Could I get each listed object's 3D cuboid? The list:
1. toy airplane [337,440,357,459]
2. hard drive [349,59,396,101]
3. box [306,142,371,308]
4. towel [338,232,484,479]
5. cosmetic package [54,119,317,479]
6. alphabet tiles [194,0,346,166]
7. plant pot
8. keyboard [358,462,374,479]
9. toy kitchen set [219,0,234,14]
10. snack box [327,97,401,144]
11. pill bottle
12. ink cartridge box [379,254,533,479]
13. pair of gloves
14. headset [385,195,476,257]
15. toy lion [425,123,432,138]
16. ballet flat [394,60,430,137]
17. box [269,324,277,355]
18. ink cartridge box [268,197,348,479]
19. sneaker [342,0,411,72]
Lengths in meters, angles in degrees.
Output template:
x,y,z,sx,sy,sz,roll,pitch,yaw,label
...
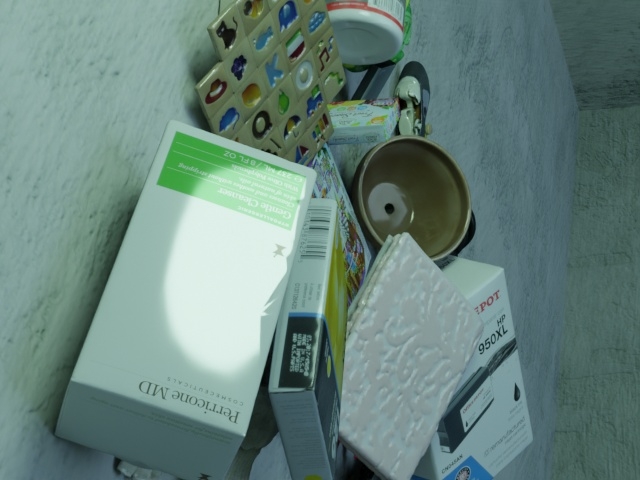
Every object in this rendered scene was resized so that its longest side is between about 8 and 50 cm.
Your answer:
x,y,z,sx,sy,sz,roll,pitch,yaw,label
0.044,0.324,2.063,0.151,0.028,0.151,-1,90,-67,toy airplane
0.081,-0.258,2.127,0.135,0.022,0.094,-60,168,22,hard drive
0.000,0.000,1.953,0.201,0.057,0.293,-72,150,-42,box
0.125,0.199,1.940,0.317,0.053,0.332,47,66,-41,towel
-0.146,0.067,1.357,0.155,0.197,0.365,118,-12,-52,cosmetic package
-0.064,-0.226,1.730,0.285,0.011,0.342,-52,145,-28,alphabet tiles
0.150,-0.066,2.197,0.237,0.110,0.237,6,77,-25,plant pot
0.069,0.410,2.090,0.100,0.038,0.192,-57,175,28,keyboard
-0.043,-0.393,1.747,0.122,0.166,0.207,32,58,-64,toy kitchen set
0.054,-0.198,1.997,0.100,0.141,0.037,-63,144,-51,snack box
0.071,-0.458,2.044,0.161,0.161,0.283,46,46,-58,pill bottle
0.226,0.265,2.216,0.285,0.166,0.395,-33,121,-36,ink cartridge box
-0.135,0.221,1.494,0.240,0.042,0.204,29,83,-45,pair of gloves
0.207,0.023,2.415,0.394,0.185,0.243,53,42,-31,headset
0.198,-0.224,2.505,0.100,0.034,0.096,55,46,-54,toy lion
0.182,-0.269,2.419,0.074,0.074,0.203,14,77,-67,ballet flat
-0.095,0.072,1.670,0.290,0.087,0.169,-30,117,-65,box
-0.004,0.158,1.571,0.307,0.072,0.303,78,13,-48,ink cartridge box
0.117,-0.372,2.216,0.295,0.109,0.123,-57,138,-54,sneaker
